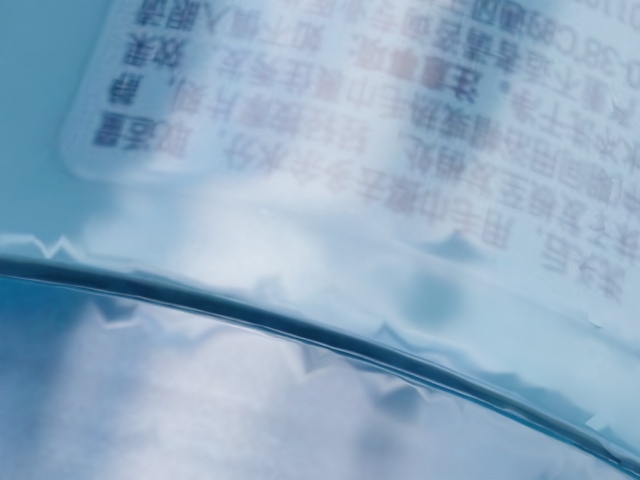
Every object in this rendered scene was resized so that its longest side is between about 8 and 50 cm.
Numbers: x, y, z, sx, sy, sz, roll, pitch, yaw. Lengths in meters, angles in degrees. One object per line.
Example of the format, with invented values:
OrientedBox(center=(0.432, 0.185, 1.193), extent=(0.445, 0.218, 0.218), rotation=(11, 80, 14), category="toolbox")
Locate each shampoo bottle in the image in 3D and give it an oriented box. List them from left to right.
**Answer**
OrientedBox(center=(0.000, 0.000, 0.539), extent=(0.331, 0.331, 0.342), rotation=(24, 59, -13), category="shampoo bottle")
